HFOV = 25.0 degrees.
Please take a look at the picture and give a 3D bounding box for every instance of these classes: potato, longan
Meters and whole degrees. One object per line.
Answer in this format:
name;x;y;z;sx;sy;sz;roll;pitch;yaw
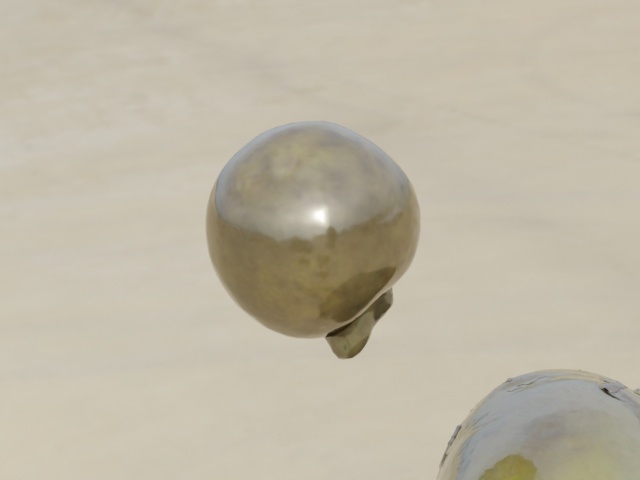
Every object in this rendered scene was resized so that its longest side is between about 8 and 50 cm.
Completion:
potato;0.125;0.155;0.716;0.165;0.165;0.262;-5;23;0
longan;0.000;0.000;0.692;0.106;0.119;0.106;-23;20;9
